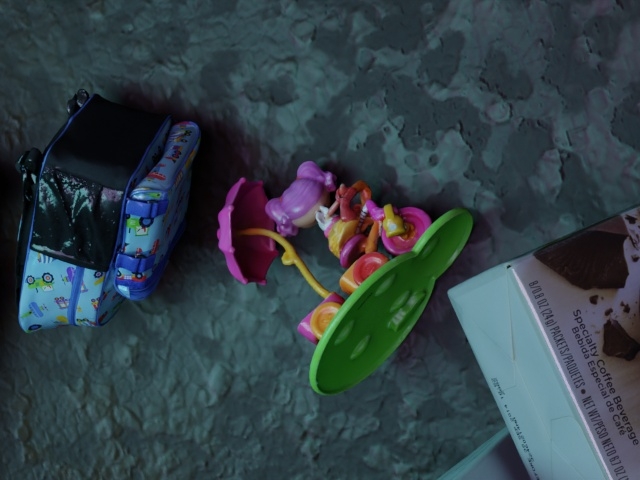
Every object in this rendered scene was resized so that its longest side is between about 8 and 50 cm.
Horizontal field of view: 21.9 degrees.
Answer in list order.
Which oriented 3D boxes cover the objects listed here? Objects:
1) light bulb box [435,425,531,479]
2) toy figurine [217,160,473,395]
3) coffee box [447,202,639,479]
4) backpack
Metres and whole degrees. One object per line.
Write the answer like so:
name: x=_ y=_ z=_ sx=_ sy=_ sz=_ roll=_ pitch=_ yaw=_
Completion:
light bulb box: x=0.052 y=0.321 z=1.102 sx=0.361 sy=0.358 sz=0.225 roll=-42 pitch=82 yaw=22
toy figurine: x=0.000 y=0.000 z=1.232 sx=0.159 sy=0.130 sz=0.173 roll=40 pitch=88 yaw=24
coffee box: x=0.255 y=0.041 z=1.024 sx=0.297 sy=0.119 sz=0.168 roll=-24 pitch=86 yaw=-18
backpack: x=-0.169 y=-0.007 z=1.274 sx=0.117 sy=0.158 sz=0.173 roll=16 pitch=117 yaw=3
